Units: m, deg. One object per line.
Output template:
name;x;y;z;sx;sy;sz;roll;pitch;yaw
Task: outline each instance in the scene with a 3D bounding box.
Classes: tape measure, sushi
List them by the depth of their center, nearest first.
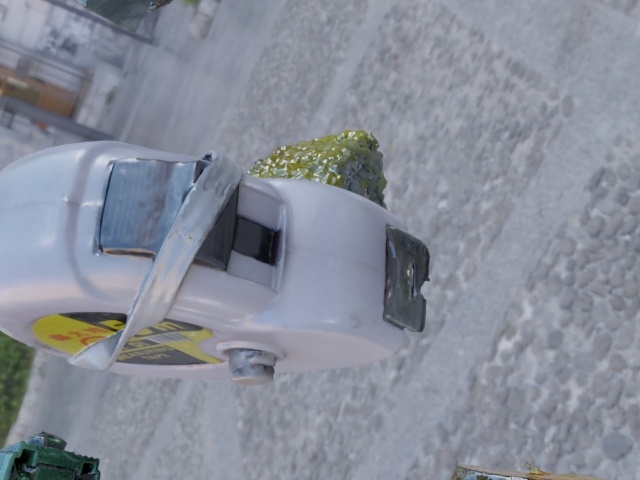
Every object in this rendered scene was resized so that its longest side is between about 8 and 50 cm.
tape measure;-0.090;0.017;0.522;0.236;0.197;0.120;-12;64;37
sushi;0.000;0.000;1.776;0.396;0.240;0.351;-54;-46;-61

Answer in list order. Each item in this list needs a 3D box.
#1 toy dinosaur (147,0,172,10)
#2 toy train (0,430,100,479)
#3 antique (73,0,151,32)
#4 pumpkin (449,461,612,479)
toy dinosaur;-0.241;-0.410;1.500;0.187;0.179;0.087;-53;-41;-63
toy train;-0.372;0.379;1.065;0.178;0.138;0.330;0;70;38
antique;-0.282;-0.326;1.102;0.183;0.086;0.088;31;96;31
pumpkin;0.244;0.337;1.098;0.222;0.317;0.139;-1;80;34
